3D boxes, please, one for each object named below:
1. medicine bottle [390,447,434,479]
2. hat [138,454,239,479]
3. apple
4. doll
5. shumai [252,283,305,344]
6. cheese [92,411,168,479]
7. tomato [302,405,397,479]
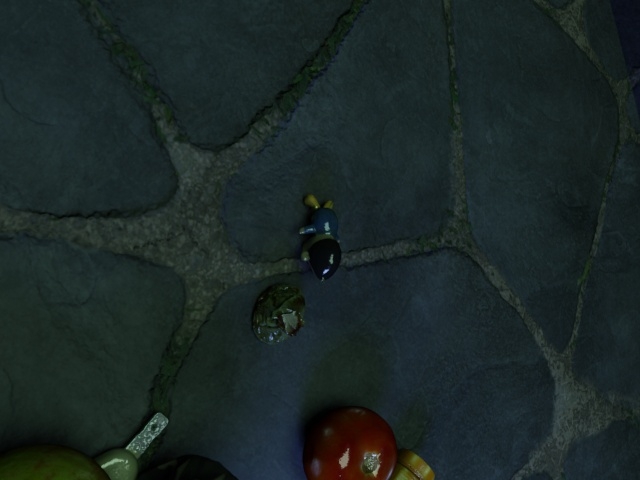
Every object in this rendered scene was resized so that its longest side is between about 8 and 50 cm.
[{"bbox_3d":[0.148,0.541,1.219,0.192,0.096,0.096,-43,110,-27],"label":"medicine bottle"},{"bbox_3d":[-0.227,0.553,0.847,0.366,0.257,0.381,34,54,16],"label":"hat"},{"bbox_3d":[-0.398,0.407,0.782,0.246,0.226,0.246,0,85,-5],"label":"apple"},{"bbox_3d":[0.000,0.000,1.160,0.102,0.089,0.179,15,57,-31],"label":"doll"},{"bbox_3d":[-0.066,0.139,1.104,0.099,0.087,0.124,32,70,-26],"label":"shumai"},{"bbox_3d":[-0.325,0.366,0.958,0.192,0.037,0.097,-48,113,-24],"label":"cheese"},{"bbox_3d":[0.055,0.420,1.141,0.195,0.136,0.195,1,88,-35],"label":"tomato"}]
